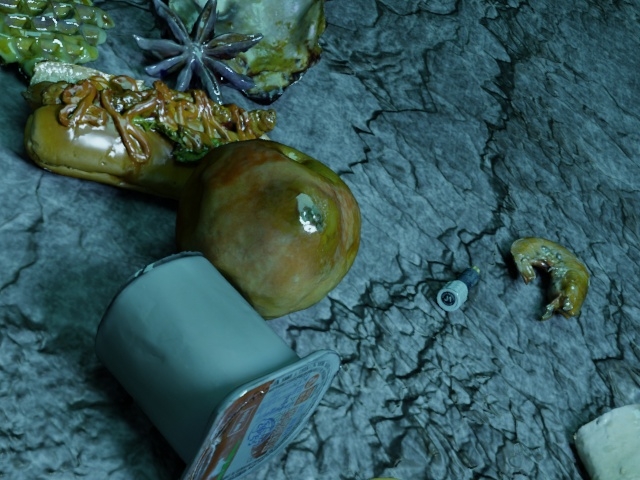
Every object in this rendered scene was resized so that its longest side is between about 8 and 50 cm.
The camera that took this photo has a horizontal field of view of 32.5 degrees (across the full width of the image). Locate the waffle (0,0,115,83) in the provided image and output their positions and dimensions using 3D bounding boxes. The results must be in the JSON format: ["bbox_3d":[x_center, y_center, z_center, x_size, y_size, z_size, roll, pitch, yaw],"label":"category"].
[{"bbox_3d":[-0.384,-0.302,1.433,0.223,0.054,0.204,34,37,-2],"label":"waffle"}]

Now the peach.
[{"bbox_3d":[-0.051,-0.011,1.231,0.214,0.235,0.214,-1,92,-20],"label":"peach"}]

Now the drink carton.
[{"bbox_3d":[-0.114,0.131,1.103,0.189,0.185,0.191,41,38,25],"label":"drink carton"}]

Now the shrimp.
[{"bbox_3d":[0.335,0.055,1.624,0.132,0.051,0.187,20,31,-1],"label":"shrimp"}]

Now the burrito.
[{"bbox_3d":[0.428,0.346,1.335,0.143,0.105,0.299,11,42,-35],"label":"burrito"}]

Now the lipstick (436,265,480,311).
[{"bbox_3d":[0.198,0.061,1.516,0.037,0.037,0.116,43,34,9],"label":"lipstick"}]

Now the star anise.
[{"bbox_3d":[-0.168,-0.260,1.523,0.204,0.061,0.180,41,71,3],"label":"star anise"}]

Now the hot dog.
[{"bbox_3d":[-0.194,-0.131,1.348,0.349,0.117,0.158,14,43,-26],"label":"hot dog"}]

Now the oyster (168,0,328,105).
[{"bbox_3d":[-0.146,-0.362,1.622,0.361,0.096,0.221,38,72,9],"label":"oyster"}]

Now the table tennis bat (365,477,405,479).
[{"bbox_3d":[0.100,0.373,1.098,0.198,0.050,0.321,18,38,-21],"label":"table tennis bat"}]
